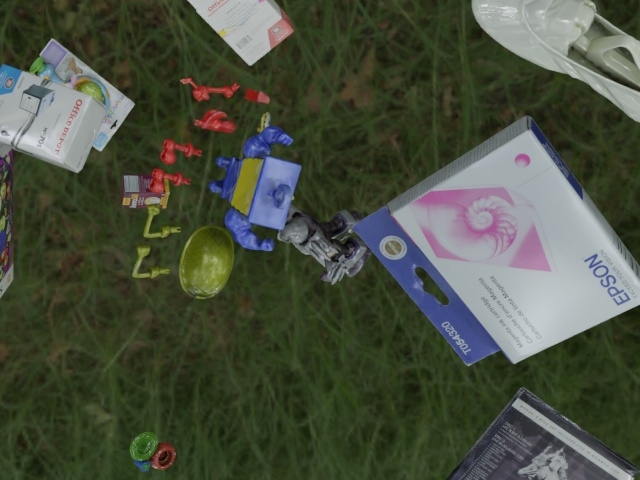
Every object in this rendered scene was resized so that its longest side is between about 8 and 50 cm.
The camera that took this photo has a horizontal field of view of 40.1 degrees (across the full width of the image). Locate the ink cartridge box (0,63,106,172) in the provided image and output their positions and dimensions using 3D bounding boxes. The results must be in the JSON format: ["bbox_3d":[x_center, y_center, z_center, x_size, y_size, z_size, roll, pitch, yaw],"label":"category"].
[{"bbox_3d":[-0.517,-0.226,1.625,0.191,0.139,0.082,20,173,10],"label":"ink cartridge box"}]

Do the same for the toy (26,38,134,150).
[{"bbox_3d":[-0.525,-0.311,1.912,0.237,0.056,0.137,38,83,-34],"label":"toy"}]

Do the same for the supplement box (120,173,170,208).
[{"bbox_3d":[-0.323,-0.090,1.612,0.083,0.043,0.055,-1,151,-18],"label":"supplement box"}]

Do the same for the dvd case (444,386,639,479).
[{"bbox_3d":[0.234,0.300,1.022,0.165,0.018,0.221,35,105,-2],"label":"dvd case"}]

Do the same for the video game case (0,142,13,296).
[{"bbox_3d":[-0.488,0.003,1.245,0.042,0.210,0.232,8,115,-3],"label":"video game case"}]

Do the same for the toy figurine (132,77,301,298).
[{"bbox_3d":[-0.134,-0.063,1.368,0.191,0.217,0.362,15,94,-40],"label":"toy figurine"}]

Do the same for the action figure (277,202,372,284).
[{"bbox_3d":[0.000,0.000,1.608,0.099,0.185,0.285,-41,158,20],"label":"action figure"}]

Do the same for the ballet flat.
[{"bbox_3d":[0.441,-0.326,1.432,0.400,0.139,0.139,29,135,-9],"label":"ballet flat"}]

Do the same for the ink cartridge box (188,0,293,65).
[{"bbox_3d":[-0.159,-0.446,1.676,0.115,0.067,0.198,-35,128,16],"label":"ink cartridge box"}]

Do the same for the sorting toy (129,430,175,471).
[{"bbox_3d":[-0.292,0.354,1.479,0.042,0.061,0.102,19,159,47],"label":"sorting toy"}]

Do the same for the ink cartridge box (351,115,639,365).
[{"bbox_3d":[0.264,0.031,1.318,0.330,0.071,0.324,-33,107,26],"label":"ink cartridge box"}]
